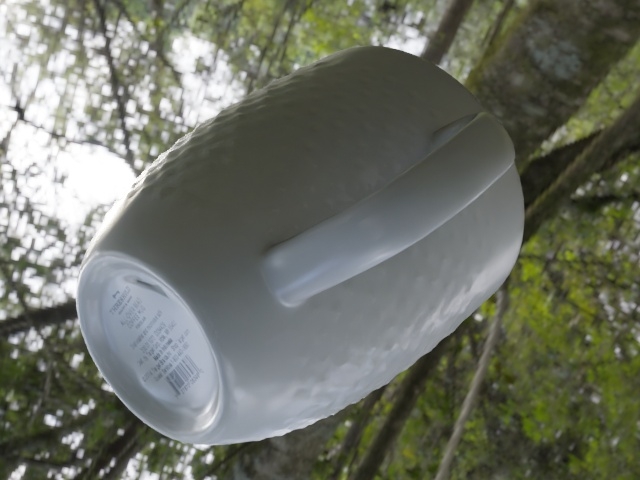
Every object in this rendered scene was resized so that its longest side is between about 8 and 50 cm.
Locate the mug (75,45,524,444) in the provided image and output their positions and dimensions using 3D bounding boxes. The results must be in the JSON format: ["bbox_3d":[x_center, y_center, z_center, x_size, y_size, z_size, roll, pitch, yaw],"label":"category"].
[{"bbox_3d":[0.000,0.000,0.914,0.328,0.374,0.276,-34,-85,-41],"label":"mug"}]
